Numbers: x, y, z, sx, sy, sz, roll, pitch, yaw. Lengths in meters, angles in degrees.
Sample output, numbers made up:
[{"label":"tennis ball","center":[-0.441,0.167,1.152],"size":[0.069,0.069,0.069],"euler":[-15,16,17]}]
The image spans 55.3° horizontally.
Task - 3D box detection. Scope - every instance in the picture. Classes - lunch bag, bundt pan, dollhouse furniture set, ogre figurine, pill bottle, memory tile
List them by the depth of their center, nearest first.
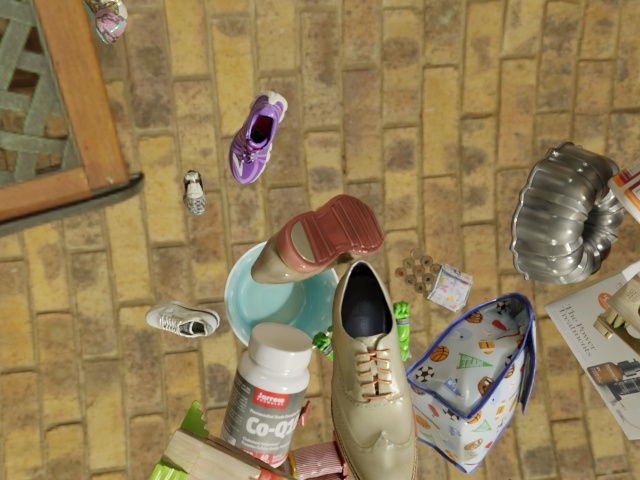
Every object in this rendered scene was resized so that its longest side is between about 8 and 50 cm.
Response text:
[{"label":"dollhouse furniture set","center":[0.470,0.082,0.814],"size":[0.101,0.161,0.182],"euler":[48,2,25]},{"label":"pill bottle","center":[0.682,-0.135,1.171],"size":[0.221,0.121,0.121],"euler":[-41,-142,25]},{"label":"ogre figurine","center":[0.093,0.203,1.200],"size":[0.118,0.197,0.097],"euler":[69,-17,-10]},{"label":"lunch bag","center":[0.260,0.089,1.214],"size":[0.083,0.071,0.053],"euler":[-60,175,-34]},{"label":"pill bottle","center":[-0.116,0.335,1.330],"size":[0.161,0.161,0.283],"euler":[-113,-143,-70]},{"label":"bundt pan","center":[0.568,-0.048,1.355],"size":[0.124,0.330,0.331],"euler":[23,-57,46]},{"label":"lunch bag","center":[0.422,0.355,1.584],"size":[0.238,0.385,0.328],"euler":[29,-31,33]},{"label":"memory tile","center":[0.303,0.102,1.798],"size":[0.113,0.148,0.012],"euler":[-51,-179,12]},{"label":"dollhouse furniture set","center":[-0.068,0.589,1.846],"size":[0.374,0.201,0.152],"euler":[-121,-156,-54]}]

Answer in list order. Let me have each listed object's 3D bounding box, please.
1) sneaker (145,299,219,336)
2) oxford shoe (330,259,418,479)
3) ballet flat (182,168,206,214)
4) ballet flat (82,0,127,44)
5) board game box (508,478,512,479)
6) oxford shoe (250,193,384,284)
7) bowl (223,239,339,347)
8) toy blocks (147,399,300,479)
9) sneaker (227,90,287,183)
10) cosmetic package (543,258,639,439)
[{"label":"sneaker","center":[-0.430,0.245,1.853],"size":[0.095,0.235,0.090],"euler":[-62,152,-66]},{"label":"oxford shoe","center":[0.076,0.222,1.008],"size":[0.146,0.140,0.397],"euler":[81,-2,-62]},{"label":"ballet flat","center":[-0.222,-0.090,1.066],"size":[0.114,0.041,0.041],"euler":[-112,-163,-51]},{"label":"ballet flat","center":[-0.459,-0.489,1.326],"size":[0.221,0.079,0.077],"euler":[51,-5,48]},{"label":"board game box","center":[0.387,0.665,1.352],"size":[0.260,0.030,0.136],"euler":[-61,144,-14]},{"label":"oxford shoe","center":[0.000,0.000,1.117],"size":[0.348,0.130,0.123],"euler":[-12,74,-56]},{"label":"bowl","center":[-0.114,0.156,1.663],"size":[0.163,0.311,0.312],"euler":[160,-75,-75]},{"label":"toy blocks","center":[-0.143,0.416,1.035],"size":[0.191,0.260,0.381],"euler":[-64,-178,-17]},{"label":"sneaker","center":[-0.106,-0.152,0.946],"size":[0.071,0.068,0.170],"euler":[-79,-168,-48]},{"label":"cosmetic package","center":[0.728,0.258,1.404],"size":[0.377,0.097,0.284],"euler":[60,-27,11]}]
